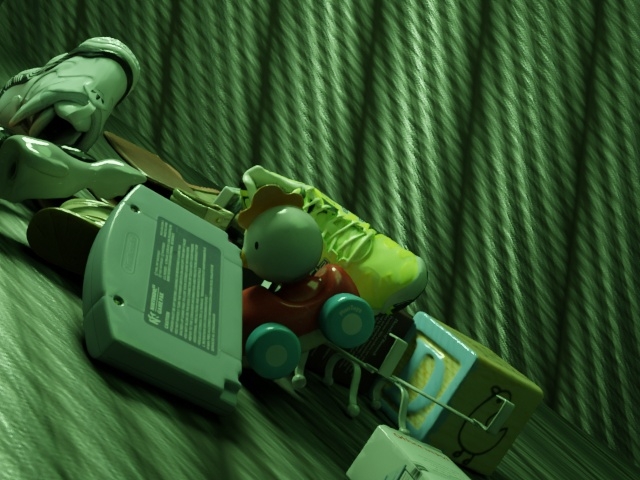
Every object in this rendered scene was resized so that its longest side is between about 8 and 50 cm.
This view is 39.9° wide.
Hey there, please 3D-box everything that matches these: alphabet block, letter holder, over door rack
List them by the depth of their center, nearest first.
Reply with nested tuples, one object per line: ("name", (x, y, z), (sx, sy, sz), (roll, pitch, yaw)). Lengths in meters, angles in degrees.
("over door rack", (0.090, 0.225, 1.343), (0.239, 0.108, 0.324), (31, -16, -27))
("letter holder", (-0.361, -0.087, 1.500), (0.214, 0.152, 0.302), (28, 6, -32))
("alphabet block", (0.237, 0.272, 1.570), (0.197, 0.192, 0.193), (29, 7, -34))

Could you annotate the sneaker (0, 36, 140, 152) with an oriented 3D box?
("sneaker", (-0.486, -0.208, 1.528), (0.137, 0.365, 0.210), (50, 36, -28))

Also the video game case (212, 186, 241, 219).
("video game case", (-0.199, -0.012, 1.547), (0.022, 0.190, 0.173), (38, 4, 3))

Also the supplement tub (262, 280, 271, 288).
("supplement tub", (0.022, 0.091, 1.941), (0.207, 0.207, 0.338), (35, 5, 32))

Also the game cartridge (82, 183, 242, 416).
("game cartridge", (-0.184, 0.059, 1.057), (0.196, 0.060, 0.294), (35, 27, -26))

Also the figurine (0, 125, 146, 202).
("figurine", (-0.386, -0.108, 1.275), (0.214, 0.092, 0.209), (18, 11, 40))

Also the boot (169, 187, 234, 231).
("boot", (-0.174, 0.032, 1.377), (0.213, 0.165, 0.077), (31, 5, -1))

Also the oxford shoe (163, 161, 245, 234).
("oxford shoe", (-0.305, -0.060, 2.101), (0.348, 0.123, 0.130), (27, 30, -41))

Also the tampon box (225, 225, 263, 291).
("tampon box", (-0.156, 0.056, 1.564), (0.101, 0.120, 0.161), (34, 4, -6))

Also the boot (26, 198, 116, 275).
("boot", (-0.271, 0.025, 1.247), (0.262, 0.095, 0.203), (27, 5, -9))

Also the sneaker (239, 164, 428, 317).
("sneaker", (0.000, 0.000, 1.422), (0.384, 0.145, 0.147), (25, -24, 34))

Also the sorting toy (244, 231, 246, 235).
("sorting toy", (-0.150, 0.045, 2.426), (0.307, 0.041, 0.229), (43, 11, 30))

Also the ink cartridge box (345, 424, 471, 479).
("ink cartridge box", (0.139, 0.314, 1.028), (0.139, 0.082, 0.190), (31, 3, -35))

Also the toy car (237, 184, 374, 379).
("toy car", (-0.065, 0.042, 1.250), (0.219, 0.210, 0.238), (-163, -126, -73))

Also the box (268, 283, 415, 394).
("box", (0.020, 0.140, 1.589), (0.203, 0.167, 0.168), (30, 5, -34))
